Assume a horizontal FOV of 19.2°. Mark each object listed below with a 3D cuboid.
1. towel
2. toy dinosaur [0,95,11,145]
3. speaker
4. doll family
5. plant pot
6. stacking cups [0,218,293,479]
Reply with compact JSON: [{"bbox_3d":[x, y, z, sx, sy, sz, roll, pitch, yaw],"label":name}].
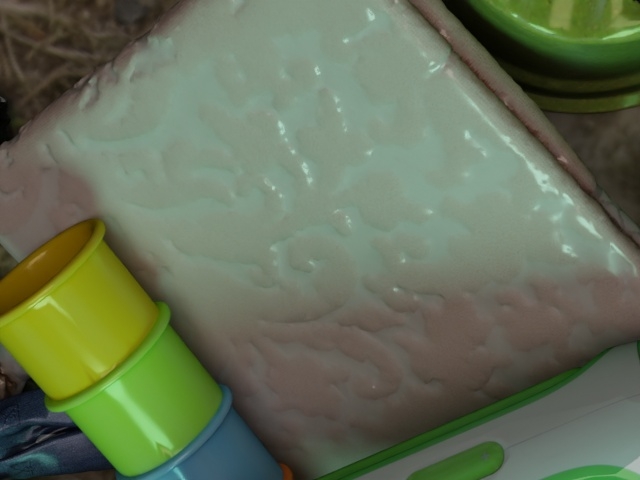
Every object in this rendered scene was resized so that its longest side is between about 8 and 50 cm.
[{"bbox_3d":[0.000,0.000,1.071,0.317,0.053,0.332,45,130,-15],"label":"towel"},{"bbox_3d":[-0.321,-0.051,1.162,0.218,0.164,0.322,-4,119,22],"label":"toy dinosaur"},{"bbox_3d":[0.077,0.157,0.997,0.297,0.131,0.131,-25,94,14],"label":"speaker"},{"bbox_3d":[-0.187,0.153,1.180,0.163,0.118,0.263,-12,96,7],"label":"doll family"},{"bbox_3d":[0.148,-0.199,1.034,0.276,0.254,0.276,1,98,6],"label":"plant pot"},{"bbox_3d":[-0.068,0.137,1.097,0.096,0.096,0.316,-35,105,9],"label":"stacking cups"}]
